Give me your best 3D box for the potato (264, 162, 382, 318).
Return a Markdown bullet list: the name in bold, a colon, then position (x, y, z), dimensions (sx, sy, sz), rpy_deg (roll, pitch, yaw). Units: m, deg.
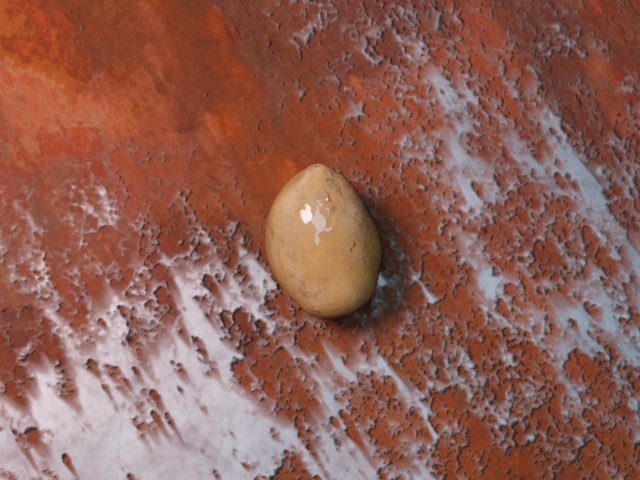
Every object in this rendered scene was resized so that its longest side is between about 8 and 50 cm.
- **potato**: position (0.001, 0.003, 1.328), dimensions (0.112, 0.112, 0.147), rpy_deg (-14, 88, -3)
